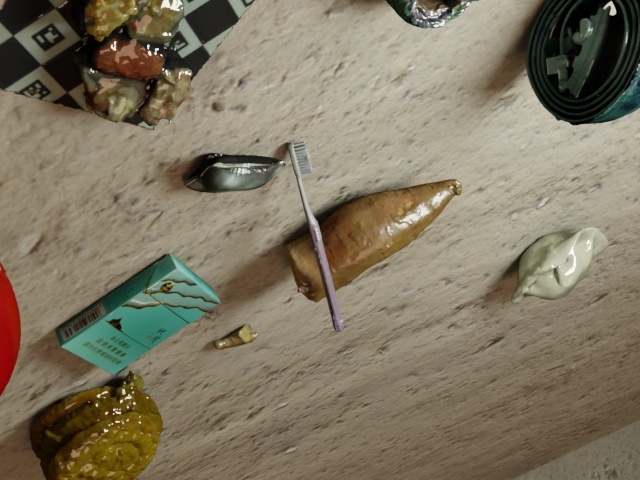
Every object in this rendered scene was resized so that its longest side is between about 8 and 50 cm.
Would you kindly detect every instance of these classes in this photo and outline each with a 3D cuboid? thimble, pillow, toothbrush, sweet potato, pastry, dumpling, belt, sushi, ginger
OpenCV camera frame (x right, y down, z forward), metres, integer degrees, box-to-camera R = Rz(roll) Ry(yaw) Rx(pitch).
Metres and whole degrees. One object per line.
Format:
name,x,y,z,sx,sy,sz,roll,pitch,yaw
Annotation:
thimble,0.139,-0.343,1.243,0.118,0.090,0.135,-40,150,17
pillow,-0.125,-0.097,1.392,0.136,0.055,0.091,-2,140,-37
toothbrush,0.000,0.000,1.519,0.029,0.024,0.354,-8,120,9
sweet potato,0.089,-0.022,1.622,0.337,0.131,0.131,-34,149,4
pastry,-0.401,0.374,1.741,0.235,0.132,0.240,-23,149,-12
dumpling,0.519,0.056,2.092,0.250,0.132,0.162,-36,152,7
belt,0.432,-0.304,1.441,0.116,0.206,0.267,-8,135,-38
sushi,-0.217,-0.244,1.105,0.294,0.059,0.292,12,128,-48
ginger,-0.154,0.185,1.787,0.097,0.030,0.048,-10,144,-34

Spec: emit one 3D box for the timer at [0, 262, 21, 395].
timer,-0.551,0.122,1.124,0.378,0.279,0.378,-24,151,-14

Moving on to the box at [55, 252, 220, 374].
box,-0.298,0.126,1.568,0.229,0.041,0.162,-34,149,3
